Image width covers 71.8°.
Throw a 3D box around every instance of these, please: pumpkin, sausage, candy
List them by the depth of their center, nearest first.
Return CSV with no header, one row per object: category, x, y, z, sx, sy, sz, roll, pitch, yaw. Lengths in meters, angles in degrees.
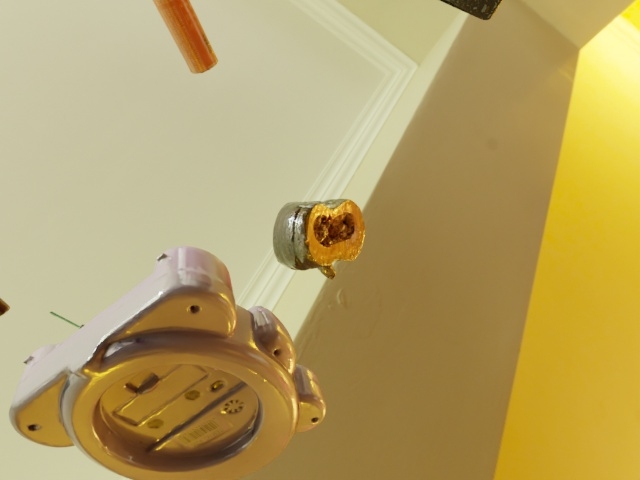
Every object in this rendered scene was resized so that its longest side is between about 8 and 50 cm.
sausage,-0.301,-0.479,0.942,0.071,0.234,0.071,-12,-137,12
candy,-0.592,0.217,1.096,0.184,0.049,0.055,25,-156,7
pumpkin,0.000,0.000,1.208,0.317,0.139,0.222,-14,-76,-60

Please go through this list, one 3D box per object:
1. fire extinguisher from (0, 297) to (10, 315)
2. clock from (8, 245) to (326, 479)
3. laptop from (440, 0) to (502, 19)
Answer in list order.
fire extinguisher,-0.687,0.079,0.868,0.035,0.049,0.173,-34,-64,-5
clock,-0.167,0.194,0.570,0.322,0.295,0.113,49,-171,-33
laptop,0.144,-0.361,0.536,0.207,0.154,0.026,27,-106,2
